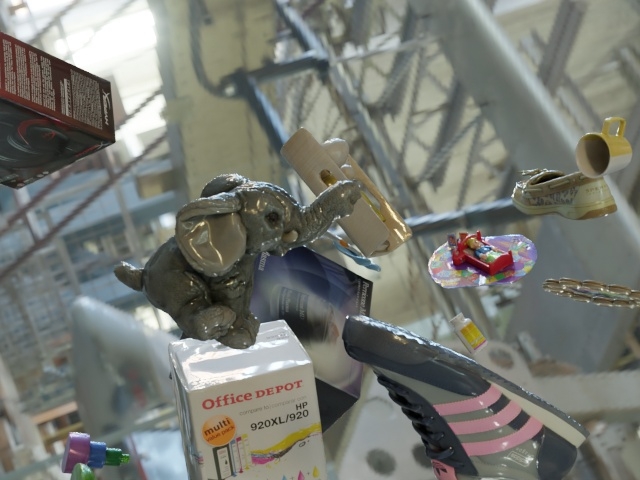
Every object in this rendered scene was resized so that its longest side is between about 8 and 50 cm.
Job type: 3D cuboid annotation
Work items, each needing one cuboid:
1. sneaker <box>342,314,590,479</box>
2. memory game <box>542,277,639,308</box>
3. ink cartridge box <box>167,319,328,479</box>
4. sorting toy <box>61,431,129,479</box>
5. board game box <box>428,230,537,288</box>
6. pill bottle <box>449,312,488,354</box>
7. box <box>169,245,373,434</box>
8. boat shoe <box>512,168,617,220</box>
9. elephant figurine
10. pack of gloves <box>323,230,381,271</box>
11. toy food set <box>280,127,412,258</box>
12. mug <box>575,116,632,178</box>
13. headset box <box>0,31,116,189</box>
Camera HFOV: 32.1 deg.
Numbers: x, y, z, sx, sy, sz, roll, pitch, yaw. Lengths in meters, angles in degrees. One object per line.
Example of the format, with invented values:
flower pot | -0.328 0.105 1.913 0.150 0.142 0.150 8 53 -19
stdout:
sneaker | 0.135 0.185 1.129 0.319 0.131 0.112 30 -3 -24
memory game | 0.450 0.087 1.797 0.186 0.186 0.012 141 -38 -79
ink cartridge box | -0.097 0.253 1.499 0.168 0.171 0.233 -136 -144 -66
sorting toy | -0.314 0.420 1.674 0.365 0.126 0.127 -118 -138 -59
board game box | 0.245 0.019 1.707 0.133 0.168 0.033 -71 151 -54
pill bottle | 0.300 0.189 2.264 0.083 0.043 0.043 53 -13 5
box | -0.077 0.156 1.998 0.183 0.294 0.296 -48 -158 38
boat shoe | 0.433 -0.096 1.996 0.285 0.104 0.089 -166 -120 -68
elephant figurine | -0.100 -0.007 1.322 0.169 0.186 0.239 44 -65 50
pack of gloves | 0.000 0.000 2.110 0.232 0.046 0.195 33 -2 39
toy food set | 0.060 -0.085 1.842 0.220 0.092 0.306 51 10 7
mug | 0.399 -0.124 1.529 0.078 0.064 0.062 -51 -124 46
headset box | -0.474 -0.189 1.586 0.293 0.218 0.110 21 54 -54
